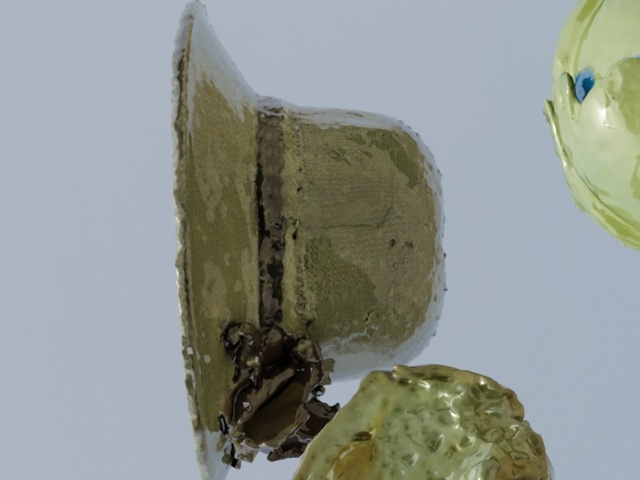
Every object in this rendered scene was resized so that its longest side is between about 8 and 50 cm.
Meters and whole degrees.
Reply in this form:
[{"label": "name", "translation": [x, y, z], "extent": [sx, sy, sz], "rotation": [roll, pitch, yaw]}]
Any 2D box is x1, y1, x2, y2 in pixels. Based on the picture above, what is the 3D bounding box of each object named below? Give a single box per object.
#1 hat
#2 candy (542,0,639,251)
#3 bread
[{"label": "hat", "translation": [0.000, 0.000, 0.976], "extent": [0.130, 0.257, 0.257], "rotation": [-2, -111, 3]}, {"label": "candy", "translation": [0.128, -0.051, 0.660], "extent": [0.093, 0.092, 0.335], "rotation": [53, -169, 2]}, {"label": "bread", "translation": [0.054, 0.140, 0.788], "extent": [0.087, 0.269, 0.098], "rotation": [36, -106, 25]}]
